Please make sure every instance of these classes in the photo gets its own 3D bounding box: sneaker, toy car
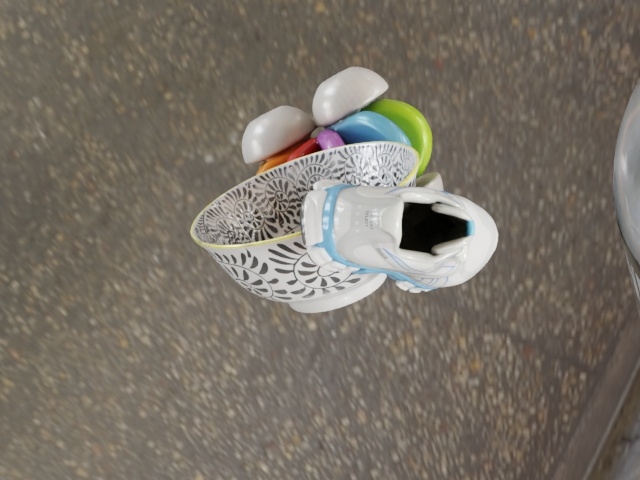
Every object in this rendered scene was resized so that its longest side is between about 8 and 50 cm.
[{"bbox_3d":[0.074,-0.002,1.113,0.083,0.191,0.071,-1,88,36],"label":"sneaker"},{"bbox_3d":[0.017,-0.060,1.566,0.182,0.136,0.159,-28,98,10],"label":"toy car"}]

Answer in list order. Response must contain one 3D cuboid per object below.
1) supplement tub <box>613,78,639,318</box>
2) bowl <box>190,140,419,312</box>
[{"bbox_3d":[0.208,0.033,0.576,0.194,0.316,0.193,-13,36,10],"label":"supplement tub"},{"bbox_3d":[0.000,0.000,1.220,0.170,0.170,0.080,-19,109,1],"label":"bowl"}]
